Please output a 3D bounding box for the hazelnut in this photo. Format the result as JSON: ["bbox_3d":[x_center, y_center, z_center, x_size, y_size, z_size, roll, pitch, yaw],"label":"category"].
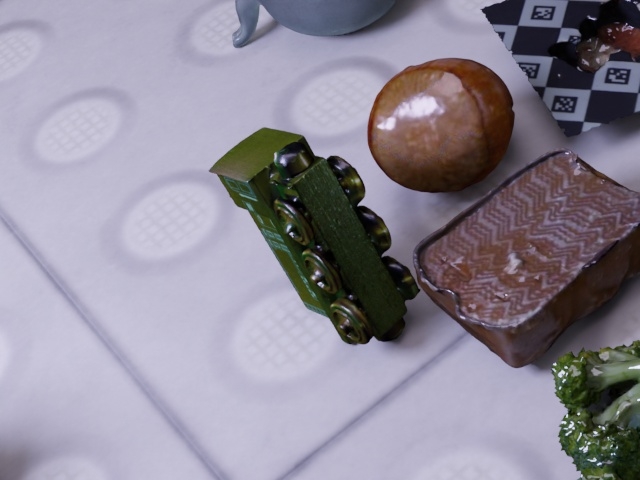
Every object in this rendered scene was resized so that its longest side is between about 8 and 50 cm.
[{"bbox_3d":[0.125,-0.126,1.305,0.150,0.150,0.150,-11,45,12],"label":"hazelnut"}]

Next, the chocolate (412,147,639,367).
[{"bbox_3d":[0.199,0.020,1.163,0.214,0.093,0.148,-36,44,-15],"label":"chocolate"}]

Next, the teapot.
[{"bbox_3d":[0.017,-0.327,1.546,0.294,0.129,0.193,-16,44,4],"label":"teapot"}]

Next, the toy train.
[{"bbox_3d":[0.000,0.000,1.184,0.090,0.225,0.137,-41,30,-21],"label":"toy train"}]

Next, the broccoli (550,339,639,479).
[{"bbox_3d":[0.312,0.159,0.856,0.321,0.283,0.304,10,40,6],"label":"broccoli"}]

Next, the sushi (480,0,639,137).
[{"bbox_3d":[0.318,-0.203,1.364,0.219,0.047,0.231,-20,48,-4],"label":"sushi"}]
